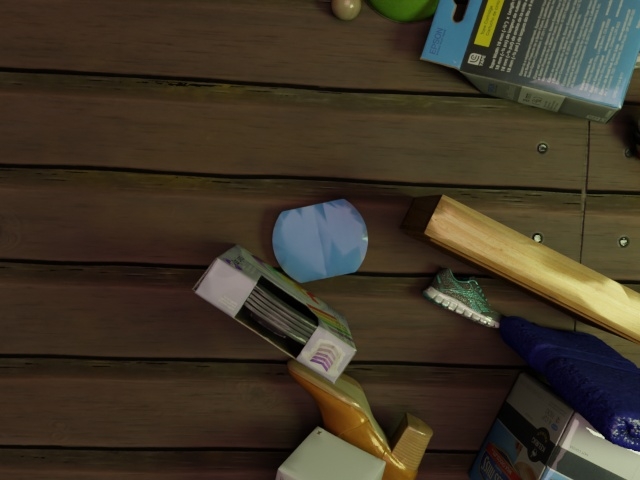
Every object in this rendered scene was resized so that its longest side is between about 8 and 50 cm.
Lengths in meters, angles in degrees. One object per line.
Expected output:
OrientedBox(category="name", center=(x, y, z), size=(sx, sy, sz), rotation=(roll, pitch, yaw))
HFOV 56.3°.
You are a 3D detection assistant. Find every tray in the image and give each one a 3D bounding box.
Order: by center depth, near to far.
OrientedBox(category="tray", center=(0.345, 0.047, 1.008), size=(0.411, 0.203, 0.076), rotation=(25, 92, -4))

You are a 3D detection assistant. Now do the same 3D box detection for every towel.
OrientedBox(category="towel", center=(0.445, 0.235, 0.958), size=(0.228, 0.308, 0.076), rotation=(14, 105, -17))

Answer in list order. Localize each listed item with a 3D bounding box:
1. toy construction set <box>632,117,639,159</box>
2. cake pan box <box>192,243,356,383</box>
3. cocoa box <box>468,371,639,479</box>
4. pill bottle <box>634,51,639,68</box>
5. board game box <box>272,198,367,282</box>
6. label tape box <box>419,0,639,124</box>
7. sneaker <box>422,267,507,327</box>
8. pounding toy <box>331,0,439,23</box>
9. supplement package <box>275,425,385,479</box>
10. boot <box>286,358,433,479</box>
OrientedBox(category="toy construction set", center=(0.732, -0.161, 1.034), size=(0.237, 0.257, 0.308), rotation=(-36, 115, -14))
OrientedBox(category="cake pan box", center=(-0.067, 0.106, 0.955), size=(0.246, 0.267, 0.070), rotation=(32, 93, -2))
OrientedBox(category="cocoa box", center=(0.478, 0.424, 1.018), size=(0.347, 0.231, 0.227), rotation=(27, 92, -4))
OrientedBox(category="pill bottle", center=(0.568, -0.374, 1.071), size=(0.067, 0.067, 0.120), rotation=(-3, 93, -3))
OrientedBox(category="board game box", center=(0.000, 0.000, 1.072), size=(0.169, 0.033, 0.133), rotation=(-12, 98, 2))
OrientedBox(category="label tape box", center=(0.371, -0.367, 1.029), size=(0.334, 0.106, 0.240), rotation=(19, 92, 14))
OrientedBox(category="sneaker", center=(0.272, 0.103, 1.079), size=(0.167, 0.065, 0.076), rotation=(26, 86, -6))
OrientedBox(category="pounding toy", center=(0.132, -0.476, 1.018), size=(0.237, 0.110, 0.182), rotation=(-6, 93, -4))
OrientedBox(category="supplement package", center=(-0.003, 0.462, 0.984), size=(0.139, 0.134, 0.244), rotation=(21, 113, 22))
OrientedBox(category="boot", center=(0.031, 0.360, 1.058), size=(0.295, 0.104, 0.211), rotation=(29, 101, 5))
